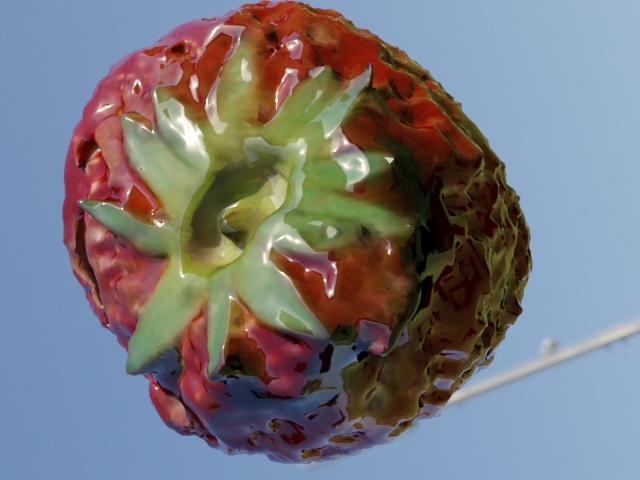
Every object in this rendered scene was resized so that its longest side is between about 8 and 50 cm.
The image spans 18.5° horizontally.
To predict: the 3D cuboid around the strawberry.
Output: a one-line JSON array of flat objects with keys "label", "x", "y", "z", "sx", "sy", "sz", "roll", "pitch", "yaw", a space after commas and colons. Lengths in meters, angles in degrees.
[{"label": "strawberry", "x": -0.010, "y": 0.006, "z": 1.231, "sx": 0.310, "sy": 0.292, "sz": 0.291, "roll": 59, "pitch": -164, "yaw": -65}]
